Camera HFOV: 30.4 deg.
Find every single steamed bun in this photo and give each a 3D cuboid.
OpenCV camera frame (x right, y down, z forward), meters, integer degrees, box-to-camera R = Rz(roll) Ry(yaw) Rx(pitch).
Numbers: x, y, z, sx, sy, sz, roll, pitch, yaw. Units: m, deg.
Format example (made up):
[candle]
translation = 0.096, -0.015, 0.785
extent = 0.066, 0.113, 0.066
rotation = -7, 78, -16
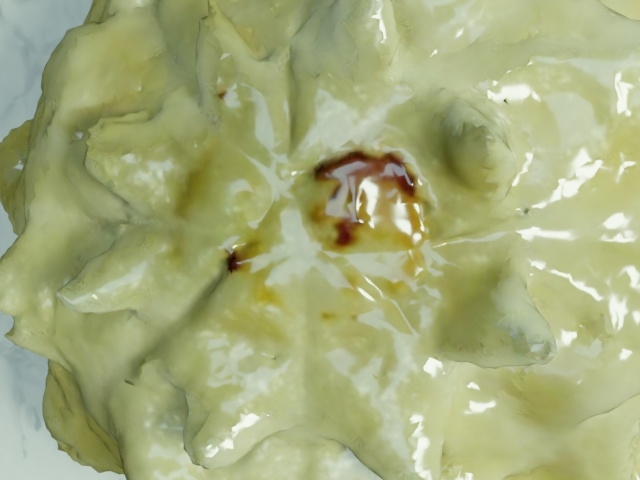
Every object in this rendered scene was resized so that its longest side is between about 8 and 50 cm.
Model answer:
[steamed bun]
translation = 0.000, 0.000, 0.405
extent = 0.295, 0.137, 0.292
rotation = 15, 101, 13
